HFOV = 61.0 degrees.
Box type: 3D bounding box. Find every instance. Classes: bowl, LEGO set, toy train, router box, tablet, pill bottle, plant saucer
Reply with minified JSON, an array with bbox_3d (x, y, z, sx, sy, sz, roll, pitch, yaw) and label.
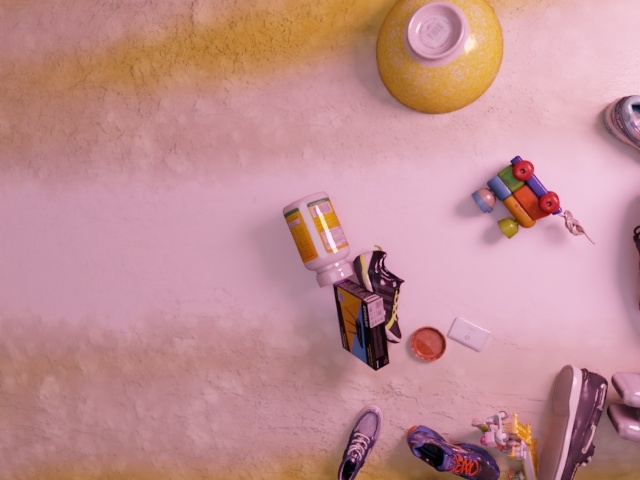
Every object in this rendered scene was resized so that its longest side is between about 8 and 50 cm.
[{"bbox_3d":[0.254,-0.433,1.181,0.290,0.156,0.289,1,93,14],"label":"bowl"},{"bbox_3d":[0.418,0.481,1.218,0.107,0.132,0.286,-14,118,35],"label":"LEGO set"},{"bbox_3d":[0.455,-0.051,1.183,0.143,0.105,0.248,-39,83,24],"label":"toy train"},{"bbox_3d":[0.093,0.191,1.244,0.133,0.046,0.178,25,130,53],"label":"router box"},{"bbox_3d":[0.347,0.219,1.268,0.083,0.006,0.054,26,99,12],"label":"tablet"},{"bbox_3d":[0.000,0.000,1.289,0.118,0.117,0.208,-24,87,14],"label":"pill bottle"},{"bbox_3d":[0.256,0.245,1.289,0.084,0.013,0.083,1,92,15],"label":"plant saucer"}]

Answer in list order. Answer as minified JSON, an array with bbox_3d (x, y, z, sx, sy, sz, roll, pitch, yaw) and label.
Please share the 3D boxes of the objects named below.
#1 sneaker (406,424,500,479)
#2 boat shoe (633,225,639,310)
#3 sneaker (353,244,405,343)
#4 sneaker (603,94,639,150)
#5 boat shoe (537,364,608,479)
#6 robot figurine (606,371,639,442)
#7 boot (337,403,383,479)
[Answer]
[{"bbox_3d":[0.301,0.508,1.253,0.221,0.087,0.083,16,97,13],"label":"sneaker"},{"bbox_3d":[0.701,0.010,1.114,0.127,0.113,0.339,-14,99,-20],"label":"boat shoe"},{"bbox_3d":[0.157,0.125,1.272,0.097,0.084,0.234,-23,88,12],"label":"sneaker"},{"bbox_3d":[0.709,-0.193,1.093,0.283,0.122,0.110,36,101,10],"label":"sneaker"},{"bbox_3d":[0.538,0.421,1.151,0.091,0.114,0.302,17,84,3],"label":"boat shoe"},{"bbox_3d":[0.769,0.347,1.065,0.354,0.200,0.299,6,103,14],"label":"robot figurine"},{"bbox_3d":[0.098,0.493,1.305,0.069,0.086,0.189,20,98,13],"label":"boot"}]
